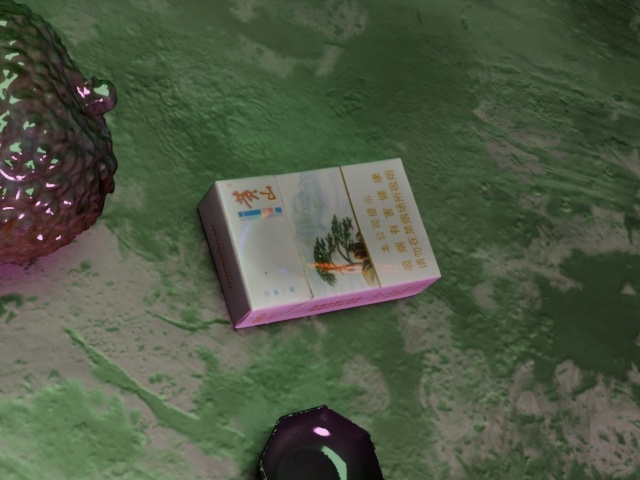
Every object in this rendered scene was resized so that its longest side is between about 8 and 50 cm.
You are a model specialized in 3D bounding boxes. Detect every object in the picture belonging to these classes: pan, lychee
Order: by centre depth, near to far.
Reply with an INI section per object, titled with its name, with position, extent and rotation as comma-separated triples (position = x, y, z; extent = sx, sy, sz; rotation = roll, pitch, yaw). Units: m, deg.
[lychee]
position = -0.319, -0.095, 1.109
extent = 0.274, 0.255, 0.255
rotation = -25, 75, 0
[pan]
position = -0.018, 0.261, 1.168
extent = 0.128, 0.048, 0.202
rotation = 32, 55, -6

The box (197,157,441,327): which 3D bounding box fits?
[box]
position = -0.001, 0.000, 1.299
extent = 0.233, 0.067, 0.149
rotation = -9, 69, -28
